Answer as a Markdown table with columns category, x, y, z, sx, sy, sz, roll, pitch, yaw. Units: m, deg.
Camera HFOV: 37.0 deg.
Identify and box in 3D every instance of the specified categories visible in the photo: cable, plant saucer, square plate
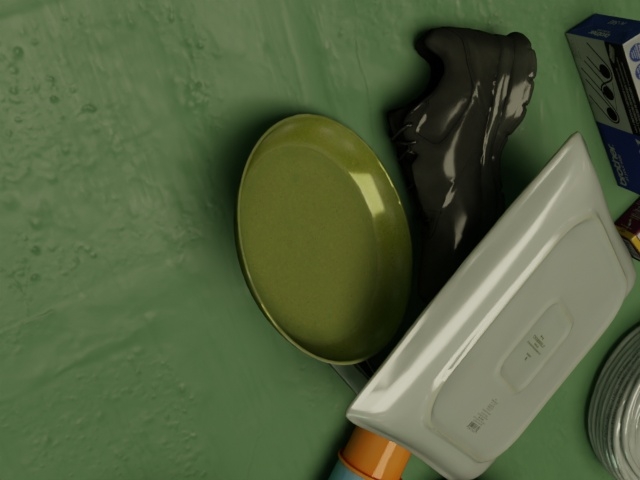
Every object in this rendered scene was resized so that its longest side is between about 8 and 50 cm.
| category | x | y | z | sx | sy | sz | roll | pitch | yaw |
| --- | --- | --- | --- | --- | --- | --- | --- | --- | --- |
| cable | 0.464 | 0.210 | 1.220 | 0.257 | 0.089 | 0.257 | -7 | 110 | -20 |
| plant saucer | 0.000 | 0.000 | 0.915 | 0.241 | 0.037 | 0.240 | 15 | 69 | -45 |
| square plate | 0.211 | 0.102 | 1.009 | 0.344 | 0.049 | 0.347 | -51 | 145 | -3 |

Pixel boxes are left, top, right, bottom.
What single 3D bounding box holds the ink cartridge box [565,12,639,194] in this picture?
| category | x | y | z | sx | sy | sz | roll | pitch | yaw |
| --- | --- | --- | --- | --- | --- | --- | --- | --- | --- |
| ink cartridge box | 0.340 | -0.139 | 1.034 | 0.046 | 0.097 | 0.207 | -33 | 118 | -9 |

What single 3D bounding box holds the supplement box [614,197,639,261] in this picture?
| category | x | y | z | sx | sy | sz | roll | pitch | yaw |
| --- | --- | --- | --- | --- | --- | --- | --- | --- | --- |
| supplement box | 0.393 | -0.020 | 1.130 | 0.083 | 0.043 | 0.055 | -44 | 119 | -2 |

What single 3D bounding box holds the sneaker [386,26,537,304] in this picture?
| category | x | y | z | sx | sy | sz | roll | pitch | yaw |
| --- | --- | --- | --- | --- | --- | --- | --- | --- | --- |
| sneaker | 0.123 | -0.078 | 0.966 | 0.130 | 0.109 | 0.286 | 11 | 89 | -13 |

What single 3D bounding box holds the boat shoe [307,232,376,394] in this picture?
| category | x | y | z | sx | sy | sz | roll | pitch | yaw |
| --- | --- | --- | --- | --- | --- | --- | --- | --- | --- |
| boat shoe | 0.014 | 0.073 | 0.990 | 0.076 | 0.080 | 0.228 | -37 | 111 | -5 |

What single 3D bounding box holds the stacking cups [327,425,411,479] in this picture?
| category | x | y | z | sx | sy | sz | roll | pitch | yaw |
| --- | --- | --- | --- | --- | --- | --- | --- | --- | --- |
| stacking cups | 0.048 | 0.285 | 1.069 | 0.096 | 0.096 | 0.316 | 25 | 97 | -28 |
